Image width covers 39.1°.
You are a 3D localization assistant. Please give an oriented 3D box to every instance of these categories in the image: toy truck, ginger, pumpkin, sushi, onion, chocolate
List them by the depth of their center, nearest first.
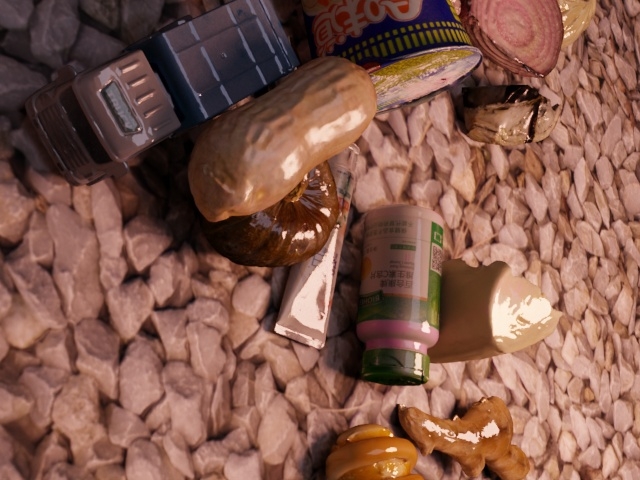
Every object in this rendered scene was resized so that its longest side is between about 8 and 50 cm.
[{"bbox_3d":[-0.049,-0.136,1.144,0.309,0.134,0.134,-42,110,-29],"label":"chocolate"},{"bbox_3d":[-0.189,-0.209,1.169,0.367,0.175,0.146,-40,107,-39],"label":"toy truck"},{"bbox_3d":[-0.063,-0.068,1.269,0.219,0.162,0.219,12,71,-38],"label":"pumpkin"},{"bbox_3d":[0.262,0.338,1.554,0.333,0.081,0.148,17,85,-40],"label":"ginger"},{"bbox_3d":[0.387,-0.236,1.799,0.273,0.134,0.109,3,91,-59],"label":"sushi"},{"bbox_3d":[0.373,-0.448,1.826,0.250,0.111,0.247,36,57,-21],"label":"onion"}]

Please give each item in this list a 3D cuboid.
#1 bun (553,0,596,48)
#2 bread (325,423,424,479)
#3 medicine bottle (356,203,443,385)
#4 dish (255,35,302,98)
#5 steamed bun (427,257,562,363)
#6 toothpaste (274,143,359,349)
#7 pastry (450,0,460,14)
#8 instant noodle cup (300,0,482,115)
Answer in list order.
[{"bbox_3d":[0.520,-0.544,1.969,0.243,0.153,0.244,13,72,-47],"label":"bun"},{"bbox_3d":[0.088,0.428,1.325,0.172,0.121,0.311,6,76,-42],"label":"bread"},{"bbox_3d":[0.126,0.090,1.436,0.133,0.133,0.274,20,66,-40],"label":"medicine bottle"},{"bbox_3d":[-0.061,-0.234,1.379,0.141,0.078,0.141,-16,90,-83],"label":"dish"},{"bbox_3d":[0.271,0.108,1.507,0.200,0.225,0.170,-10,87,-44],"label":"steamed bun"},{"bbox_3d":[0.000,0.000,1.387,0.100,0.066,0.323,26,68,-37],"label":"toothpaste"},{"bbox_3d":[0.190,-0.504,1.659,0.112,0.103,0.265,-41,124,0],"label":"pastry"},{"bbox_3d":[0.079,-0.384,1.428,0.284,0.284,0.312,-9,79,-45],"label":"instant noodle cup"}]
